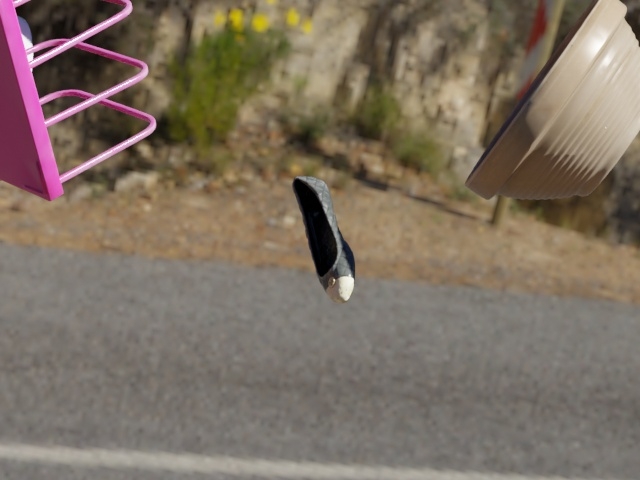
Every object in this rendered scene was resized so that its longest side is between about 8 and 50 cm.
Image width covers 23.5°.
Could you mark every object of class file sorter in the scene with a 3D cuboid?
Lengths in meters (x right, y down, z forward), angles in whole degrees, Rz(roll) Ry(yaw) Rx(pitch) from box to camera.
[{"bbox_3d":[-0.313,-0.230,1.644,0.202,0.291,0.182,21,42,40],"label":"file sorter"}]

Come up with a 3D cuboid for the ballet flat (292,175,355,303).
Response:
[{"bbox_3d":[0.000,0.000,1.824,0.049,0.057,0.173,15,47,-43],"label":"ballet flat"}]

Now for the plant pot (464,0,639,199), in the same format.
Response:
[{"bbox_3d":[0.254,-0.122,1.536,0.109,0.237,0.237,36,13,1],"label":"plant pot"}]

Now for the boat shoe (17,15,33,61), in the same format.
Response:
[{"bbox_3d":[-0.402,-0.181,1.854,0.076,0.229,0.080,19,-28,-34],"label":"boat shoe"}]
